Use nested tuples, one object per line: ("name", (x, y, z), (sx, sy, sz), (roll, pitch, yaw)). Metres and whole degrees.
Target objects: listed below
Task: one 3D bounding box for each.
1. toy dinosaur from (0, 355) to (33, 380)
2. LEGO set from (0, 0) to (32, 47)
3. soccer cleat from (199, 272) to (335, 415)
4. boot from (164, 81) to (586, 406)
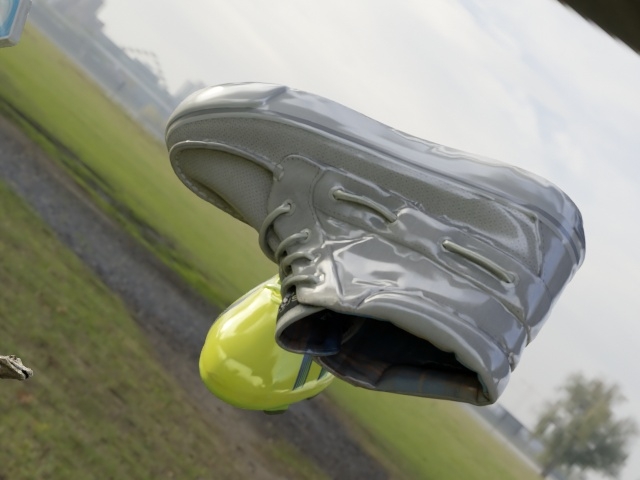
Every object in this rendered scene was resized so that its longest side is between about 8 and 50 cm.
("toy dinosaur", (-0.313, 0.061, 0.946), (0.183, 0.053, 0.092), (47, 29, -1))
("LEGO set", (-0.338, -0.225, 0.971), (0.244, 0.182, 0.060), (-4, -35, 18))
("soccer cleat", (0.019, 0.021, 0.858), (0.093, 0.121, 0.289), (36, 41, 21))
("boot", (0.000, 0.000, 0.638), (0.258, 0.123, 0.095), (16, -36, 27))
